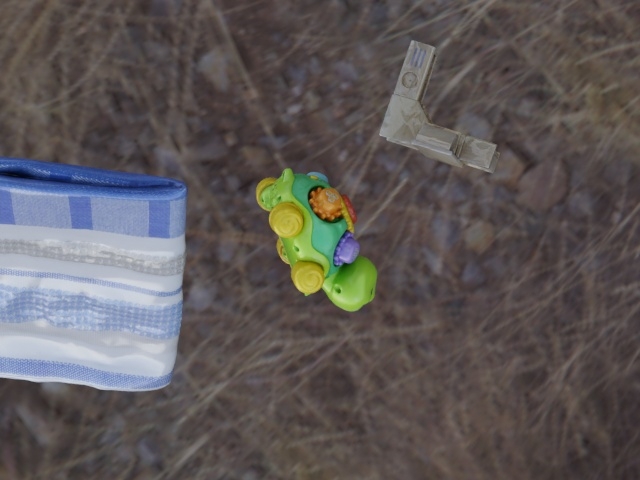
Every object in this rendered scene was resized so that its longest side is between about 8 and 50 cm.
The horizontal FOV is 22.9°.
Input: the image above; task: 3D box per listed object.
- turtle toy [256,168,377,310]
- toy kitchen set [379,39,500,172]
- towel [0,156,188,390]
[{"bbox_3d":[0.000,0.000,1.231,0.066,0.095,0.130,-23,112,-3],"label":"turtle toy"},{"bbox_3d":[0.091,-0.096,1.127,0.083,0.068,0.075,18,90,13],"label":"toy kitchen set"},{"bbox_3d":[-0.207,0.033,1.189,0.209,0.034,0.285,6,146,-5],"label":"towel"}]
